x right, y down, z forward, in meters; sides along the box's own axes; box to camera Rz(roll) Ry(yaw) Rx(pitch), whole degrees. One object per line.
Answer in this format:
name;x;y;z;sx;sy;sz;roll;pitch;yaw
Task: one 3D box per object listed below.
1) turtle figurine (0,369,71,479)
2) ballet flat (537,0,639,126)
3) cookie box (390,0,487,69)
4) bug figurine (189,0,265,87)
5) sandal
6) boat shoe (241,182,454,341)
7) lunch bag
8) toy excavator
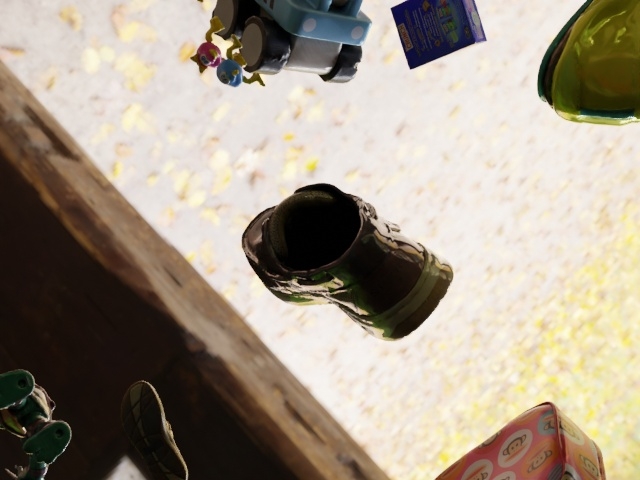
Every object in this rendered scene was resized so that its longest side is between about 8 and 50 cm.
turtle figurine;-0.381;0.219;1.373;0.234;0.175;0.118;-25;-150;59
ballet flat;0.212;-0.156;0.691;0.231;0.077;0.077;-57;147;-25
cookie box;0.156;-0.288;1.503;0.107;0.092;0.040;-17;-179;37
bug figurine;-0.187;-0.328;1.658;0.072;0.279;0.216;-33;-170;-2
sandal;-0.260;0.310;1.789;0.072;0.180;0.049;-28;174;10
boat shoe;0.000;0.000;0.894;0.103;0.285;0.092;-47;115;-8
lunch bag;0.238;0.367;1.477;0.293;0.120;0.258;-43;-171;20
toy excavator;0.018;-0.497;2.057;0.222;0.433;0.445;2;122;-33
